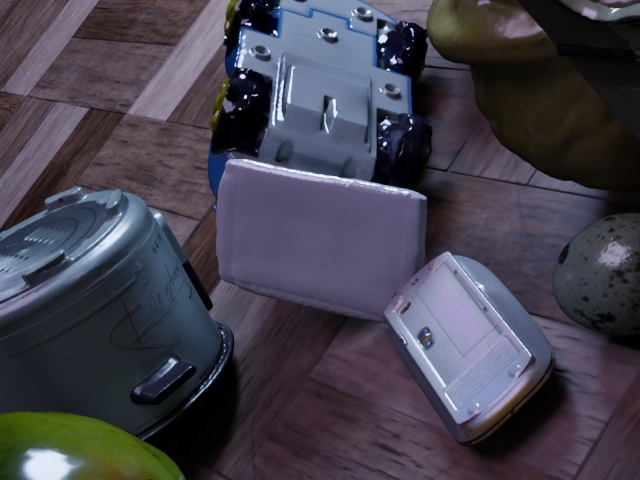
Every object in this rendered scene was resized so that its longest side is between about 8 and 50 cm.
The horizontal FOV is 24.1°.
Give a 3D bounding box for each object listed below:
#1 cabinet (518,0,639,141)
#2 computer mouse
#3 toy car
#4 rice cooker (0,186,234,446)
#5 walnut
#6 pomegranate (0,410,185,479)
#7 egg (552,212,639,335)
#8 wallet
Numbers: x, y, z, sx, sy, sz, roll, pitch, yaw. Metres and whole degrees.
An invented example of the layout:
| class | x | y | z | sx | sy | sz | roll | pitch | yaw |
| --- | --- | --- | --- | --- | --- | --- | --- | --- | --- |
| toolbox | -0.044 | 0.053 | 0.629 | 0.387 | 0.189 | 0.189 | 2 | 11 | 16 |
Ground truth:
| class | x | y | z | sx | sy | sz | roll | pitch | yaw |
| --- | --- | --- | --- | --- | --- | --- | --- | --- | --- |
| cabinet | 0.328 | -0.143 | 0.853 | 0.290 | 0.318 | 0.227 | -54 | 31 | -11 |
| computer mouse | 0.113 | 0.082 | 1.134 | 0.102 | 0.045 | 0.199 | -45 | 32 | 6 |
| toy car | -0.010 | -0.117 | 1.399 | 0.314 | 0.198 | 0.166 | -89 | 18 | -50 |
| rice cooker | -0.212 | 0.092 | 1.354 | 0.241 | 0.227 | 0.280 | -40 | 23 | -30 |
| walnut | 0.209 | -0.185 | 1.076 | 0.277 | 0.253 | 0.282 | -69 | -9 | -67 |
| pomegranate | -0.251 | 0.294 | 1.136 | 0.358 | 0.216 | 0.309 | -41 | 51 | 19 |
| egg | 0.209 | 0.025 | 1.041 | 0.110 | 0.085 | 0.085 | -23 | 37 | 56 |
| wallet | 0.000 | 0.000 | 1.248 | 0.183 | 0.124 | 0.032 | 11 | 25 | 21 |
